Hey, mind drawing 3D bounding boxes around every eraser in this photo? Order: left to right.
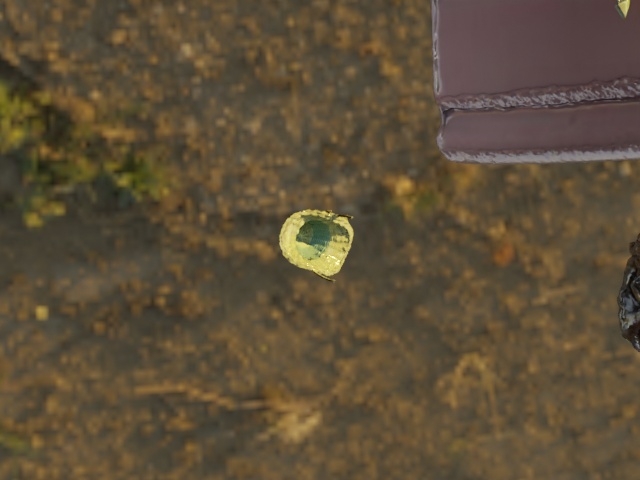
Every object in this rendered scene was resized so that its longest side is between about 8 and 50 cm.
[{"bbox_3d":[0.263,-0.210,1.691,0.122,0.272,0.359,-5,-176,-39],"label":"eraser"}]

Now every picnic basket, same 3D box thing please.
[{"bbox_3d":[0.000,0.000,1.693,0.083,0.065,0.083,20,-178,-33],"label":"picnic basket"}]

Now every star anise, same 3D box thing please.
[{"bbox_3d":[0.253,0.010,1.314,0.042,0.141,0.141,24,144,2],"label":"star anise"}]

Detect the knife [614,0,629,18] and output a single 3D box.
[{"bbox_3d":[0.240,-0.282,1.566,0.026,0.184,0.022,-18,174,-34],"label":"knife"}]
